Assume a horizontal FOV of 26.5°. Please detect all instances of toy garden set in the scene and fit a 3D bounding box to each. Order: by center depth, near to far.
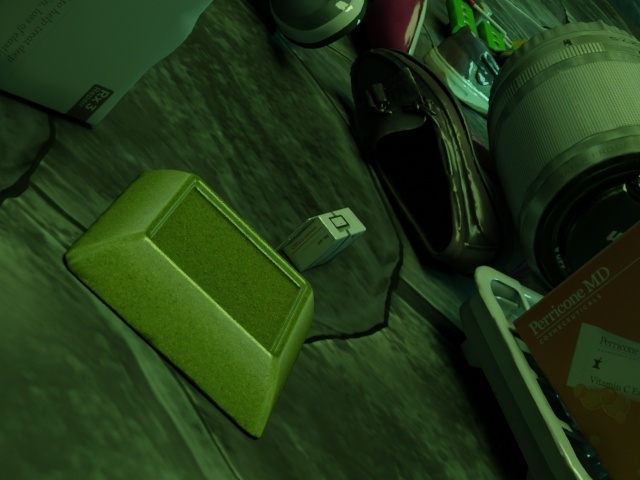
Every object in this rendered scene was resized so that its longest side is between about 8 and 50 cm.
[{"bbox_3d":[0.278,-0.296,2.141,0.244,0.049,0.203,36,27,-22],"label":"toy garden set"}]

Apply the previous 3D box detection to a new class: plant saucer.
[{"bbox_3d":[-0.079,0.029,1.015,0.188,0.045,0.188,44,24,-8],"label":"plant saucer"}]

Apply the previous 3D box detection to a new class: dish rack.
[{"bbox_3d":[0.267,0.184,1.328,0.333,0.072,0.285,24,32,-42],"label":"dish rack"}]

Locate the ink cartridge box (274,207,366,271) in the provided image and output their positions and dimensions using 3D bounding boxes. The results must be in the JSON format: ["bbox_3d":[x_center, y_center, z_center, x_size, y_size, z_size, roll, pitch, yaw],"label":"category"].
[{"bbox_3d":[0.000,0.000,1.191,0.028,0.048,0.083,52,25,10],"label":"ink cartridge box"}]

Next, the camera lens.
[{"bbox_3d":[0.301,-0.081,1.458,0.219,0.219,0.274,34,27,-28],"label":"camera lens"}]

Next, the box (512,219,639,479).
[{"bbox_3d":[0.368,0.152,1.192,0.168,0.215,0.345,12,42,-54],"label":"box"}]

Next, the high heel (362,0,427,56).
[{"bbox_3d":[0.038,-0.341,1.780,0.181,0.127,0.377,11,38,-9],"label":"high heel"}]

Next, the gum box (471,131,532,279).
[{"bbox_3d":[0.182,-0.044,1.552,0.188,0.062,0.107,53,24,13],"label":"gum box"}]

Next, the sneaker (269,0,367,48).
[{"bbox_3d":[-0.045,-0.349,1.522,0.178,0.124,0.295,53,8,-38],"label":"sneaker"}]

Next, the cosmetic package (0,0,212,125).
[{"bbox_3d":[-0.220,-0.307,1.096,0.156,0.217,0.385,22,32,-45],"label":"cosmetic package"}]

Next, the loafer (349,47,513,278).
[{"bbox_3d":[0.105,-0.095,1.457,0.095,0.109,0.302,8,47,-50],"label":"loafer"}]

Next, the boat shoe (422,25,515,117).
[{"bbox_3d":[0.260,-0.224,1.934,0.285,0.092,0.102,22,34,-45],"label":"boat shoe"}]
